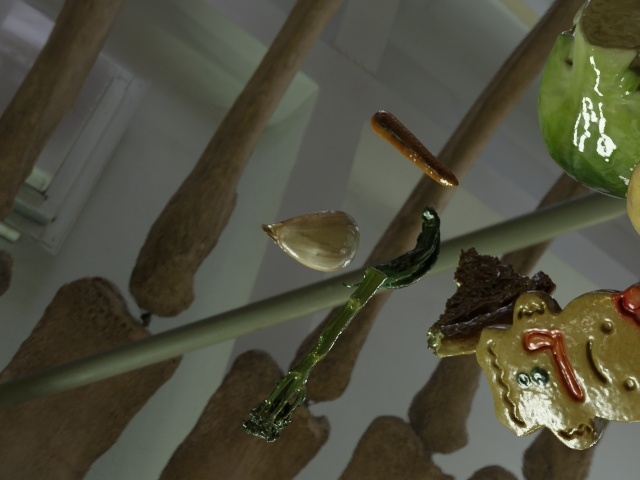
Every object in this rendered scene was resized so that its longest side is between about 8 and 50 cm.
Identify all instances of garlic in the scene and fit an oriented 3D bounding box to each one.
[{"bbox_3d":[0.003,-0.009,1.567,0.206,0.115,0.128,8,-133,-35],"label":"garlic"}]

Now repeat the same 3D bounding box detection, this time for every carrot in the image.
[{"bbox_3d":[0.132,-0.128,1.121,0.037,0.037,0.190,-3,-141,-38],"label":"carrot"}]

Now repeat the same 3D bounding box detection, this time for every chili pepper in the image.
[{"bbox_3d":[0.184,0.045,1.802,0.122,0.279,0.065,50,179,29],"label":"chili pepper"}]

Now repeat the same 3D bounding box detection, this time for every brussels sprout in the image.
[{"bbox_3d":[0.469,-0.209,1.149,0.281,0.289,0.355,-47,-42,-5],"label":"brussels sprout"}]

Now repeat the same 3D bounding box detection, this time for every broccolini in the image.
[{"bbox_3d":[-0.009,0.200,1.403,0.079,0.392,0.074,27,-164,-42],"label":"broccolini"}]

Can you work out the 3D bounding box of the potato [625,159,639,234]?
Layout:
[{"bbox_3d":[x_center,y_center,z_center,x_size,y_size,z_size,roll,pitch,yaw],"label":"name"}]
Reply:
[{"bbox_3d":[0.435,-0.052,0.969,0.178,0.109,0.118,26,-129,-62],"label":"potato"}]

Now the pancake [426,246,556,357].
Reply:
[{"bbox_3d":[0.297,0.093,1.463,0.266,0.057,0.244,-18,-136,-3],"label":"pancake"}]

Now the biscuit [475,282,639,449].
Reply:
[{"bbox_3d":[0.253,0.124,0.778,0.036,0.225,0.166,-10,-99,-43],"label":"biscuit"}]
